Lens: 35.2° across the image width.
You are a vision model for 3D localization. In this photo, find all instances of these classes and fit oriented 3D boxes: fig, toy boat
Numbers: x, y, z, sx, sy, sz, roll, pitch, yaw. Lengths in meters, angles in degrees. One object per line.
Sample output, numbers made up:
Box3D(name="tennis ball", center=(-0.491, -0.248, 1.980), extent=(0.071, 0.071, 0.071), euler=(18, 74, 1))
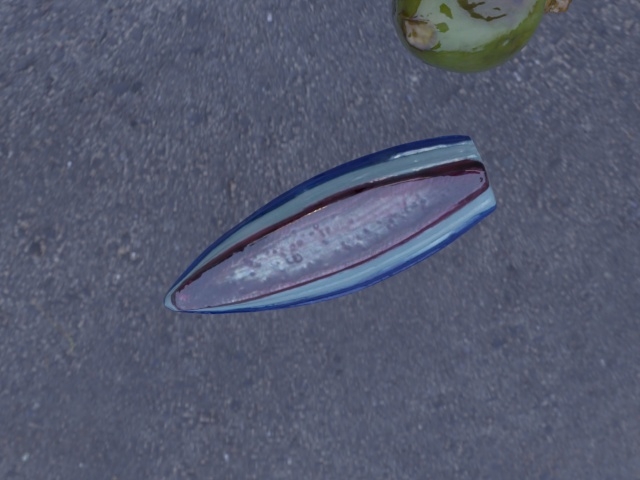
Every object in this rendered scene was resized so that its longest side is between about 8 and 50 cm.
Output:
Box3D(name="fig", center=(0.131, -0.221, 0.917), extent=(0.154, 0.166, 0.144), euler=(-14, 118, 36))
Box3D(name="toy boat", center=(0.000, 0.000, 0.640), extent=(0.228, 0.046, 0.080), euler=(-21, 94, 5))

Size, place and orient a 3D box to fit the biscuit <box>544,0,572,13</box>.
Box3D(name="biscuit", center=(0.258, -0.418, 1.097), extent=(0.081, 0.289, 0.334), euler=(7, 139, 31))
